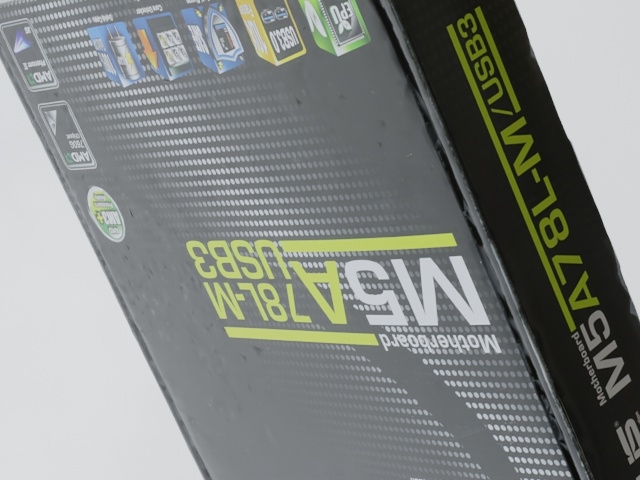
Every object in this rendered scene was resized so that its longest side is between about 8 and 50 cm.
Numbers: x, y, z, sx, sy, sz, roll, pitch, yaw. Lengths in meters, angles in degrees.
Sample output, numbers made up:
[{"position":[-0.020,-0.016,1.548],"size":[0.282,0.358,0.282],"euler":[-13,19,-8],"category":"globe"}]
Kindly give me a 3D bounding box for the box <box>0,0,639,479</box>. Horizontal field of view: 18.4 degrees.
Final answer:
[{"position":[0.000,0.000,0.558],"size":[0.045,0.190,0.184],"euler":[-32,-71,-33],"category":"box"}]
